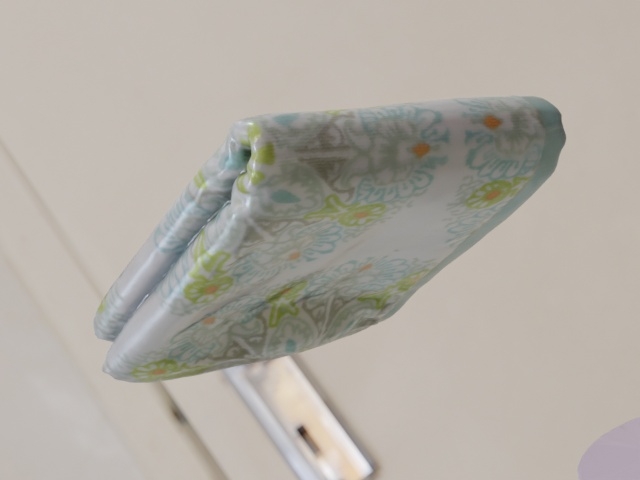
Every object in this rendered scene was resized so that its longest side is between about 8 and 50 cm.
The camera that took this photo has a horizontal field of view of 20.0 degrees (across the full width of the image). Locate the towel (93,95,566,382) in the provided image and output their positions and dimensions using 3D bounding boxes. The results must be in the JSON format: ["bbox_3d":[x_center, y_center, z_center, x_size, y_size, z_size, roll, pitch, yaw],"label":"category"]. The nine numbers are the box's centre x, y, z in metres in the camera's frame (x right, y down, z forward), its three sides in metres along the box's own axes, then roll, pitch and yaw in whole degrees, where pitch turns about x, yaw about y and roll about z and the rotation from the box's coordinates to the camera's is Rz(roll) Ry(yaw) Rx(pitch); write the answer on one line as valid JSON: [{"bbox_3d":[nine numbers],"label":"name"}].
[{"bbox_3d":[0.000,0.000,1.603,0.320,0.090,0.374,-10,-25,-36],"label":"towel"}]

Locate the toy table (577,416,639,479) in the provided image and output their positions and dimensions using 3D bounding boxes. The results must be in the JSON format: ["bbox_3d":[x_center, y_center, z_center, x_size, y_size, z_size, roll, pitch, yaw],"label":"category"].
[{"bbox_3d":[0.334,0.238,1.446,0.252,0.161,0.274,-28,14,-13],"label":"toy table"}]
